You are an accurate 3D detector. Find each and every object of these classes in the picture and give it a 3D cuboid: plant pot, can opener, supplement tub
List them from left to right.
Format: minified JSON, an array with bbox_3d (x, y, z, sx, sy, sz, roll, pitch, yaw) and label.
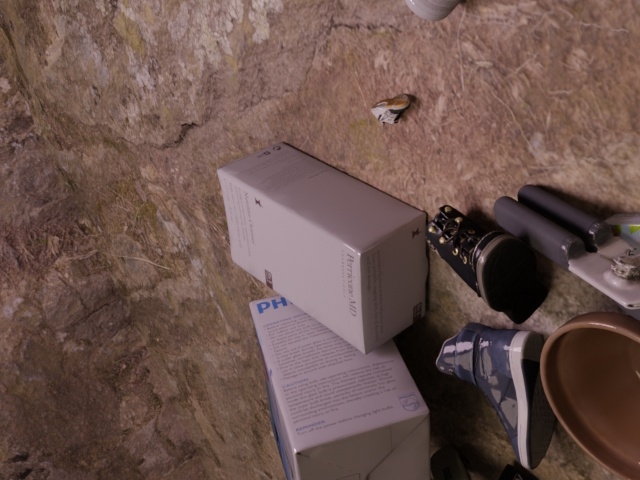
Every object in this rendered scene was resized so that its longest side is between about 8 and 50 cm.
[{"bbox_3d":[0.150,-0.318,0.933,0.071,0.071,0.107,56,150,7],"label":"supplement tub"},{"bbox_3d":[0.302,0.016,0.920,0.280,0.074,0.093,48,159,55],"label":"can opener"},{"bbox_3d":[0.395,0.176,0.953,0.237,0.110,0.237,40,146,34],"label":"plant pot"}]

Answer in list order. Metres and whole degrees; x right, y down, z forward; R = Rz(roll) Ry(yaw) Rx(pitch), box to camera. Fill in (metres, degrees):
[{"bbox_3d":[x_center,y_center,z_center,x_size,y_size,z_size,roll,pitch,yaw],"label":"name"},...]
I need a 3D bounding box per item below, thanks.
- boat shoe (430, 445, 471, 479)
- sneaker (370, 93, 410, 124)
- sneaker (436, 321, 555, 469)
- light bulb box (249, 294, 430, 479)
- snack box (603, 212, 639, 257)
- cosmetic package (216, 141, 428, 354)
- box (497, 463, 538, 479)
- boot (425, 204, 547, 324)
[{"bbox_3d":[0.246,0.456,1.400,0.081,0.079,0.227,54,-167,-14],"label":"boat shoe"},{"bbox_3d":[0.110,-0.191,1.162,0.037,0.032,0.083,55,159,-19],"label":"sneaker"},{"bbox_3d":[0.267,0.231,1.214,0.163,0.086,0.226,5,111,44],"label":"sneaker"},{"bbox_3d":[0.033,0.320,1.412,0.361,0.225,0.357,-116,16,-52],"label":"light bulb box"},{"bbox_3d":[0.393,0.020,0.887,0.141,0.037,0.100,3,116,59],"label":"snack box"},{"bbox_3d":[0.000,0.000,1.372,0.385,0.156,0.217,31,138,43],"label":"cosmetic package"},{"bbox_3d":[0.266,0.538,1.316,0.060,0.270,0.216,24,136,26],"label":"box"},{"bbox_3d":[0.204,0.014,1.059,0.178,0.085,0.236,44,-178,33],"label":"boot"}]
